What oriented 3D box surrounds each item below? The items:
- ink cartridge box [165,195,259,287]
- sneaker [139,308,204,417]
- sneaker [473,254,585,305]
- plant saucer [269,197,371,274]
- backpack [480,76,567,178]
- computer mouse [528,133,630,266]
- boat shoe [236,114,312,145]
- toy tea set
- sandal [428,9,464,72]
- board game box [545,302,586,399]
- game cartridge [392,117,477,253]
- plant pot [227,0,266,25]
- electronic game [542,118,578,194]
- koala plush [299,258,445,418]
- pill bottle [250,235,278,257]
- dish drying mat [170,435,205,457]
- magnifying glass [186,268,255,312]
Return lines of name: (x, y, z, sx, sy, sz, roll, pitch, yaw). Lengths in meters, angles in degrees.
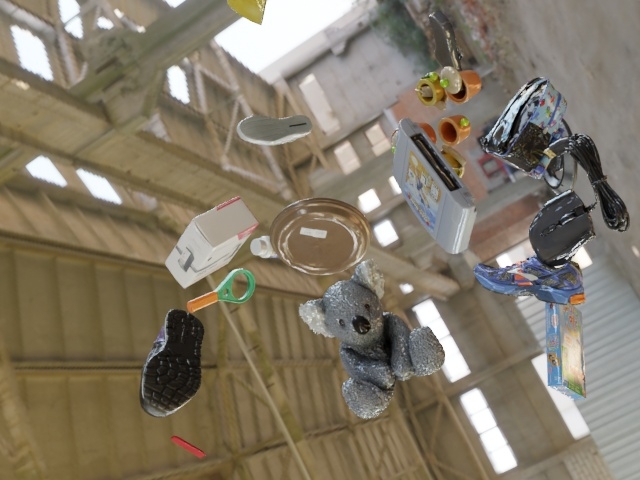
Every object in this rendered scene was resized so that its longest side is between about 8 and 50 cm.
ink cartridge box: (-0.269, 0.006, 1.910, 0.158, 0.218, 0.092, -31, -99, -40)
sneaker: (-0.292, 0.259, 1.479, 0.107, 0.124, 0.283, 30, -156, -12)
sneaker: (0.393, 0.064, 1.460, 0.083, 0.221, 0.087, 4, -86, -54)
plant saucer: (0.000, 0.000, 2.101, 0.278, 0.277, 0.041, 49, -152, -35)
backpack: (0.412, -0.224, 1.512, 0.117, 0.173, 0.158, 29, -172, -8)
computer mouse: (0.390, -0.061, 1.288, 0.262, 0.060, 0.184, 124, 130, -69)
boat shoe: (-0.126, -0.278, 2.039, 0.226, 0.076, 0.083, -7, -108, -35)
toy tea set: (0.271, -0.288, 1.906, 0.200, 0.124, 0.336, 42, 143, 32)
sandal: (0.330, -0.485, 1.953, 0.097, 0.054, 0.254, 54, 179, 24)
board game box: (0.566, 0.247, 1.799, 0.160, 0.039, 0.212, 30, -124, -47)
game cartridge: (0.256, -0.120, 1.810, 0.198, 0.062, 0.297, 97, 149, -51)
plant pot: (-0.183, -0.619, 1.964, 0.134, 0.095, 0.134, -169, 90, -85)
electronic game: (0.666, -0.239, 2.186, 0.229, 0.048, 0.229, 170, 90, -85)
koala plush: (0.079, 0.163, 1.397, 0.221, 0.196, 0.203, 52, -177, -6)
pill bottle: (-0.152, 0.020, 2.368, 0.120, 0.067, 0.067, 1, -123, -46)
dish drying mat: (-0.298, 0.464, 1.753, 0.083, 0.032, 0.008, 34, -130, -11)
magnifying glass: (-0.258, 0.139, 2.050, 0.231, 0.026, 0.092, -21, -69, -46)
